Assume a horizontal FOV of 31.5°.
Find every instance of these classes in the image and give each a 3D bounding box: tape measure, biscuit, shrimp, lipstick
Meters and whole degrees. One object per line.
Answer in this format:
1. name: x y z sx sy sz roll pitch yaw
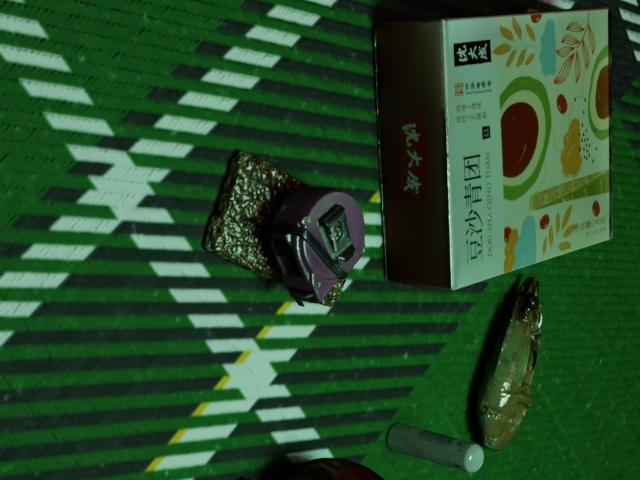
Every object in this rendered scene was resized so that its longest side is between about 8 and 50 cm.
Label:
1. tape measure: 0.000 0.000 1.339 0.118 0.074 0.125 -45 126 -32
2. biscuit: -0.038 -0.009 1.373 0.231 0.025 0.131 26 77 -44
3. shrimp: 0.294 0.185 1.704 0.145 0.061 0.267 18 80 -53
4. lipstick: 0.153 0.277 1.517 0.040 0.141 0.040 -7 99 -45

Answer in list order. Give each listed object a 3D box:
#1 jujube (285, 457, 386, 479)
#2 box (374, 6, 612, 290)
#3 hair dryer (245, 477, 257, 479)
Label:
1. jujube: 0.047 0.379 1.397 0.243 0.183 0.183 46 64 -38
2. box: 0.253 -0.140 1.574 0.385 0.122 0.344 -14 105 -43
3. hair dryer: -0.086 0.348 1.370 0.063 0.037 0.114 -39 128 -36
